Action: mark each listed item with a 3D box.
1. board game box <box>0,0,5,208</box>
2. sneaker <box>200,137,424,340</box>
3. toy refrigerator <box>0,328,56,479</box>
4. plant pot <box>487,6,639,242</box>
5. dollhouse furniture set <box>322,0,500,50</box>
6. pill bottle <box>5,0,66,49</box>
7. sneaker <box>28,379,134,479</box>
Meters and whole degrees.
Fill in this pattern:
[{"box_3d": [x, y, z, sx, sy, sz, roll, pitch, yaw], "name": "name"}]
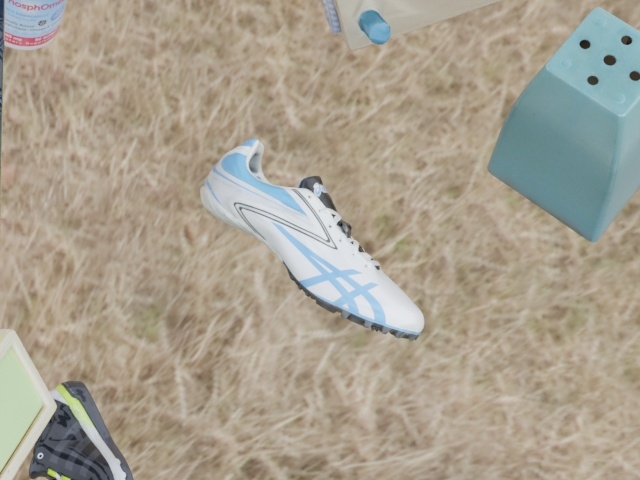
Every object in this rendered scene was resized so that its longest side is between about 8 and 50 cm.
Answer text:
[{"box_3d": [-0.274, -0.099, 1.022, 0.042, 0.165, 0.243, 2, 76, -17], "name": "board game box"}, {"box_3d": [0.000, 0.000, 1.143, 0.237, 0.085, 0.086, 39, 97, 12], "name": "sneaker"}, {"box_3d": [-0.339, 0.202, 1.157, 0.269, 0.094, 0.102, -64, 139, -52], "name": "toy refrigerator"}, {"box_3d": [0.316, -0.147, 1.527, 0.165, 0.234, 0.166, 36, 72, 17], "name": "plant pot"}, {"box_3d": [0.007, -0.226, 0.569, 0.286, 0.198, 0.303, -21, 120, -3], "name": "dollhouse furniture set"}, {"box_3d": [-0.310, -0.283, 1.402, 0.087, 0.160, 0.087, 9, 59, -16], "name": "pill bottle"}, {"box_3d": [-0.269, 0.256, 1.444, 0.097, 0.084, 0.235, -22, 47, -18], "name": "sneaker"}]
